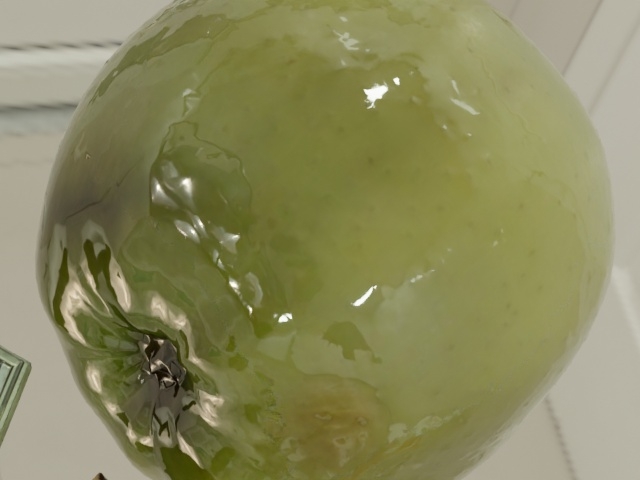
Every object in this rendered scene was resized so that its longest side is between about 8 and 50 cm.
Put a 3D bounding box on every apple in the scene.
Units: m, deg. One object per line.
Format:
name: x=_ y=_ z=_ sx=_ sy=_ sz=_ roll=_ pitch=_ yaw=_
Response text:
apple: x=0.000 y=0.000 z=1.358 sx=0.474 sy=0.473 sz=0.473 roll=7 pitch=54 yaw=-10

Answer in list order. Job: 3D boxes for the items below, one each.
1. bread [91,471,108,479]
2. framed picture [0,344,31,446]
bread: x=-0.148 y=0.303 z=1.331 sx=0.134 sy=0.260 sz=0.129 roll=-29 pitch=44 yaw=6
framed picture: x=-0.235 y=0.083 z=0.911 sx=0.142 sy=0.011 sz=0.183 roll=32 pitch=29 yaw=-13
